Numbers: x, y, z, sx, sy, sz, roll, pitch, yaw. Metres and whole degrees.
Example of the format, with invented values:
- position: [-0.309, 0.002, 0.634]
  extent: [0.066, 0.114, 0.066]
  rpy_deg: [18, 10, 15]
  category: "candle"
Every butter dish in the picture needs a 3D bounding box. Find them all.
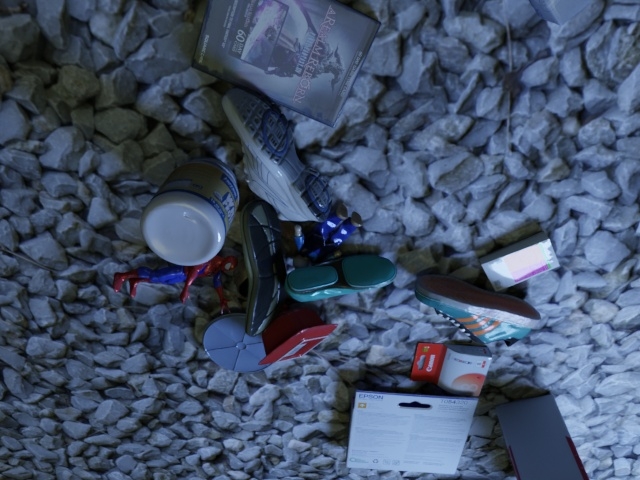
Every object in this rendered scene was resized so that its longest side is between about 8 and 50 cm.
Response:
- position: [-0.069, 0.206, 1.078]
  extent: [0.160, 0.118, 0.160]
  rpy_deg: [-41, 156, 25]
  category: "butter dish"

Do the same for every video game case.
- position: [-0.063, -0.335, 0.784]
  extent: [0.274, 0.026, 0.196]
  rpy_deg: [21, 121, -10]
  category: "video game case"

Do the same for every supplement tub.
- position: [-0.233, -0.062, 0.859]
  extent: [0.144, 0.199, 0.144]
  rpy_deg: [1, 123, 2]
  category: "supplement tub"

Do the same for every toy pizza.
- position: [-0.197, 0.255, 1.157]
  extent: [0.201, 0.032, 0.201]
  rpy_deg: [1, 121, 1]
  category: "toy pizza"

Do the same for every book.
- position: [0.434, 0.050, 1.000]
  extent: [0.144, 0.035, 0.096]
  rpy_deg: [-26, 121, 18]
  category: "book"

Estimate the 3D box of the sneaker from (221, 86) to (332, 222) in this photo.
- position: [-0.099, -0.141, 0.857]
  extent: [0.129, 0.111, 0.297]
  rpy_deg: [-12, 123, 35]
  category: "sneaker"

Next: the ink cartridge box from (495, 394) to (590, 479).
- position: [0.618, 0.656, 1.227]
  extent: [0.160, 0.279, 0.384]
  rpy_deg: [-19, 119, 15]
  category: "ink cartridge box"

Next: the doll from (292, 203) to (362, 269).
- position: [0.000, 0.000, 0.979]
  extent: [0.129, 0.046, 0.189]
  rpy_deg: [27, 126, -24]
  category: "doll"

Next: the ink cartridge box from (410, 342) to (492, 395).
- position: [0.332, 0.331, 1.175]
  extent: [0.179, 0.045, 0.145]
  rpy_deg: [3, 122, -2]
  category: "ink cartridge box"

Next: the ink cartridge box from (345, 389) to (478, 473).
- position: [0.243, 0.521, 1.285]
  extent: [0.324, 0.071, 0.330]
  rpy_deg: [4, 119, 1]
  category: "ink cartridge box"

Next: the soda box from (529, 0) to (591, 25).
- position: [0.298, -0.456, 0.652]
  extent: [0.098, 0.091, 0.286]
  rpy_deg: [-37, 113, 23]
  category: "soda box"

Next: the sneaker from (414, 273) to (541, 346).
- position: [0.339, 0.171, 1.035]
  extent: [0.302, 0.108, 0.121]
  rpy_deg: [18, 117, -10]
  category: "sneaker"

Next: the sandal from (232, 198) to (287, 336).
- position: [-0.138, 0.058, 0.987]
  extent: [0.086, 0.120, 0.302]
  rpy_deg: [9, 107, 32]
  category: "sandal"

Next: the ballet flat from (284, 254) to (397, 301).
- position: [0.042, 0.084, 1.010]
  extent: [0.247, 0.083, 0.087]
  rpy_deg: [-7, 158, -10]
  category: "ballet flat"

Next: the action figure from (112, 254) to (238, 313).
- position: [-0.307, 0.107, 1.009]
  extent: [0.280, 0.139, 0.091]
  rpy_deg: [-16, 161, 10]
  category: "action figure"
